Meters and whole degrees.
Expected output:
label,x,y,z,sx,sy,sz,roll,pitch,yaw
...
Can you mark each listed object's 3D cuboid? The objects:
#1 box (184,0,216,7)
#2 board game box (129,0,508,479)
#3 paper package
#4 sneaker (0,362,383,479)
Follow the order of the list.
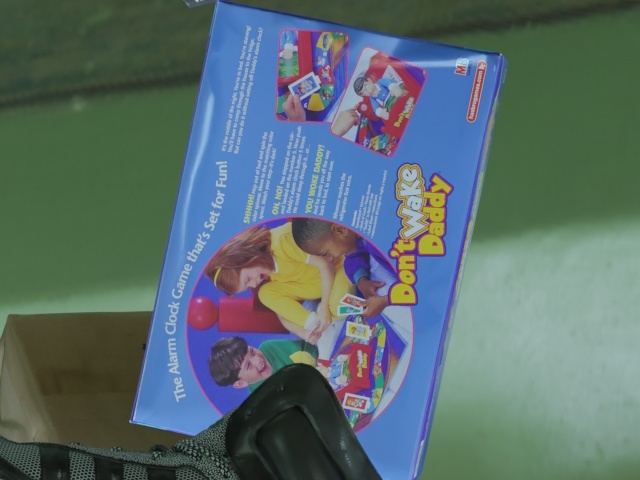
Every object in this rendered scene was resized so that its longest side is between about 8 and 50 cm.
label,x,y,z,sx,sy,sz,roll,pitch,yaw
box,-0.058,-0.273,1.623,0.183,0.231,0.056,-13,78,9
board game box,0.000,0.000,1.543,0.233,0.078,0.347,13,93,9
paper package,-0.132,0.221,1.791,0.325,0.309,0.168,-2,140,-34
sneaker,-0.077,0.110,0.858,0.269,0.153,0.101,30,155,9
